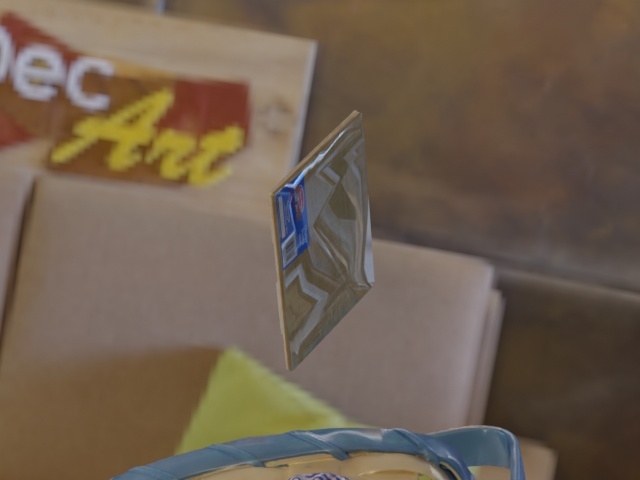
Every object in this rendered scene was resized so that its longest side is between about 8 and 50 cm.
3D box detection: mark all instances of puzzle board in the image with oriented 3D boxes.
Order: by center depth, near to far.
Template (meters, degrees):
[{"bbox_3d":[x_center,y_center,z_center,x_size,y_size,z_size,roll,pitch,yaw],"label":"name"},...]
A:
[{"bbox_3d":[0.000,0.000,1.107,0.011,0.128,0.096,17,41,28],"label":"puzzle board"}]

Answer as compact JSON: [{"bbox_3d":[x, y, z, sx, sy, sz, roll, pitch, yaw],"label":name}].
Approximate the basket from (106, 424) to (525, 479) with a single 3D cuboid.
[{"bbox_3d":[-0.013,0.182,0.917,0.255,0.201,0.289,-13,17,4],"label":"basket"}]
